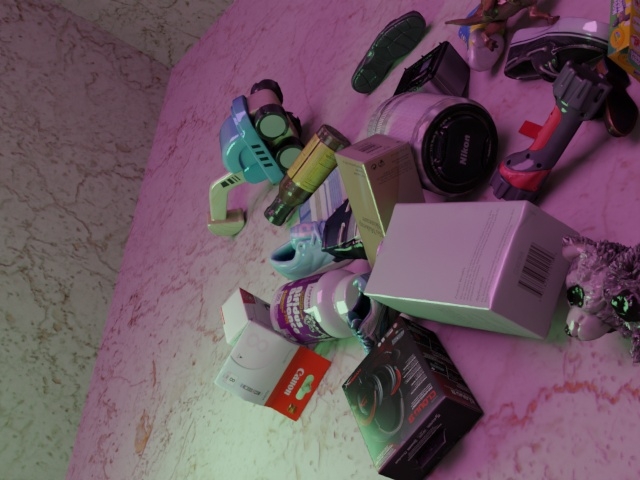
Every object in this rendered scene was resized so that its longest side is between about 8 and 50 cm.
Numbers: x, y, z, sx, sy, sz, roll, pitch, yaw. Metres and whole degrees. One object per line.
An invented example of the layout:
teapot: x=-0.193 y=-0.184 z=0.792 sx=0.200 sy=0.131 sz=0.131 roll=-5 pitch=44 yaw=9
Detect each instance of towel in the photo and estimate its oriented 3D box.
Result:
towel: x=0.034 y=-0.103 z=2.304 sx=0.285 sy=0.034 sz=0.209 roll=-44 pitch=36 yaw=34

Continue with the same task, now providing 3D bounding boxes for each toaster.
toaster: x=0.275 y=-0.392 z=2.036 sx=0.168 sy=0.110 sz=0.185 roll=-32 pitch=25 yaw=45

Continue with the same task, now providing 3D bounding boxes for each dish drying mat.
dish drying mat: x=0.462 y=-0.238 z=1.740 sx=0.032 sy=0.008 sz=0.083 roll=-59 pitch=28 yaw=7

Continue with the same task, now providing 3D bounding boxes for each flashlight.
flashlight: x=0.438 y=-0.206 z=1.566 sx=0.103 sy=0.103 sz=0.304 roll=-94 pitch=20 yaw=-49

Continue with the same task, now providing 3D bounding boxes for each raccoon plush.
raccoon plush: x=0.583 y=0.044 z=1.217 sx=0.446 sy=0.216 sz=0.299 roll=-24 pitch=24 yaw=9

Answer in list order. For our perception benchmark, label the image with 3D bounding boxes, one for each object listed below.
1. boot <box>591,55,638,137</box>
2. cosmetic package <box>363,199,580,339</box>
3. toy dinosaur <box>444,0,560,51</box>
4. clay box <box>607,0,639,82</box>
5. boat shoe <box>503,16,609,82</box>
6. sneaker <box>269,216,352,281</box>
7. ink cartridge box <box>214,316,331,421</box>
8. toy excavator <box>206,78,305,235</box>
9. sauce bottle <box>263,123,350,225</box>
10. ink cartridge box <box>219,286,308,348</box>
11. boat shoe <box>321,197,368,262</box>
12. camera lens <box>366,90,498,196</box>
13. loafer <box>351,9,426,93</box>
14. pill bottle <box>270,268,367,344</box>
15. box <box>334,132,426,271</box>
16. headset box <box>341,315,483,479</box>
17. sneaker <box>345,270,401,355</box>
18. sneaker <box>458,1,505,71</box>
boot: x=0.547 y=-0.253 z=1.558 sx=0.106 sy=0.082 sz=0.219 roll=-49 pitch=21 yaw=45
cosmetic package: x=0.274 y=0.048 z=1.543 sx=0.385 sy=0.156 sz=0.217 roll=5 pitch=70 yaw=60
toy dinosaur: x=0.442 y=-0.574 z=1.885 sx=0.296 sy=0.127 sz=0.200 roll=-22 pitch=45 yaw=28
clay box: x=0.602 y=-0.389 z=1.511 sx=0.053 sy=0.127 sz=0.222 roll=-21 pitch=49 yaw=52
boat shoe: x=0.509 y=-0.390 z=1.703 sx=0.335 sy=0.121 sz=0.119 roll=-158 pitch=87 yaw=-72
sneaker: x=0.000 y=0.000 z=2.151 sx=0.366 sy=0.150 sz=0.135 roll=-41 pitch=37 yaw=33
ink cartridge box: x=-0.118 y=0.326 z=1.989 sx=0.189 sy=0.232 sz=0.066 roll=-60 pitch=-1 yaw=7
toy excavator: x=-0.255 y=-0.256 z=2.669 sx=0.445 sy=0.433 sz=0.222 roll=-24 pitch=40 yaw=10
sauce bottle: x=-0.051 y=-0.192 z=2.434 sx=0.344 sy=0.111 sz=0.111 roll=-50 pitch=31 yaw=21
ink cartridge box: x=-0.147 y=0.241 z=2.123 sx=0.092 sy=0.218 sz=0.158 roll=-47 pitch=32 yaw=15
boat shoe: x=0.098 y=-0.097 z=2.013 sx=0.158 sy=0.127 sz=0.340 roll=-13 pitch=46 yaw=38
camera lens: x=0.256 y=-0.228 z=1.848 sx=0.219 sy=0.219 sz=0.274 roll=-63 pitch=29 yaw=1
loafer: x=0.190 y=-0.568 z=2.362 sx=0.302 sy=0.109 sz=0.095 roll=-46 pitch=29 yaw=34
pill bottle: x=0.019 y=0.162 z=1.969 sx=0.301 sy=0.169 sz=0.169 roll=-19 pitch=51 yaw=52
box: x=0.154 y=-0.068 z=1.792 sx=0.121 sy=0.311 sz=0.148 roll=-27 pitch=23 yaw=-18
headset box: x=0.182 y=0.331 z=1.623 sx=0.218 sy=0.110 sz=0.293 roll=-53 pitch=30 yaw=18
sneaker: x=0.108 y=0.191 z=1.767 sx=0.110 sy=0.122 sz=0.283 roll=30 pitch=123 yaw=57
sneaker: x=0.397 y=-0.501 z=2.002 sx=0.126 sy=0.091 sz=0.240 roll=-35 pitch=31 yaw=61
